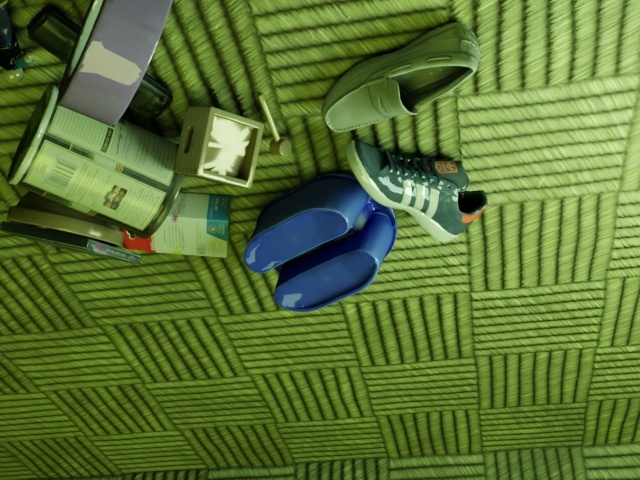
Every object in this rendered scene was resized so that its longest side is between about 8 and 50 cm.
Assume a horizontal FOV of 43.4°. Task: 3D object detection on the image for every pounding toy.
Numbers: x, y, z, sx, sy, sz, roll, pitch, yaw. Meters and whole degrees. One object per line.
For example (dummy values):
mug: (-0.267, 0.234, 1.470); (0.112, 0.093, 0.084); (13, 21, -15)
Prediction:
pounding toy: (-0.160, -0.195, 1.541); (0.206, 0.181, 0.094); (12, 179, -43)

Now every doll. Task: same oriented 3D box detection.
doll: (-0.553, -0.344, 1.401); (0.129, 0.046, 0.189); (20, 145, 7)

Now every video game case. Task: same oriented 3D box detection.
video game case: (-0.530, 0.008, 1.738); (0.196, 0.026, 0.274); (11, 173, 11)

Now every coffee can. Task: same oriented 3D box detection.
coffee can: (-0.421, -0.147, 1.533); (0.275, 0.202, 0.201); (25, 136, -27)

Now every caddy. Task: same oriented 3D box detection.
caddy: (0.000, 0.000, 1.737); (0.341, 0.179, 0.241); (-25, 113, 31)

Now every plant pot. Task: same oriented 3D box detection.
plant pot: (-0.520, -0.064, 1.681); (0.237, 0.110, 0.237); (13, 173, 2)

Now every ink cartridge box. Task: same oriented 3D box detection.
ink cartridge box: (-0.316, -0.037, 1.770); (0.230, 0.078, 0.134); (5, 141, -5)

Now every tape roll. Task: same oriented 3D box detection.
tape roll: (-0.316, -0.321, 1.245); (0.090, 0.275, 0.275); (21, 138, -23)

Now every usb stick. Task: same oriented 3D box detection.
usb stick: (-0.391, -0.314, 1.444); (0.077, 0.045, 0.278); (-35, 130, 28)

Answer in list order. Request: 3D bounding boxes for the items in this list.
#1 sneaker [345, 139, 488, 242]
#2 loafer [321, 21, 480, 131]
sneaker: (0.204, -0.128, 1.617); (0.148, 0.131, 0.350); (-36, 135, 29)
loafer: (0.134, -0.271, 1.430); (0.319, 0.112, 0.112); (-27, 134, 31)
